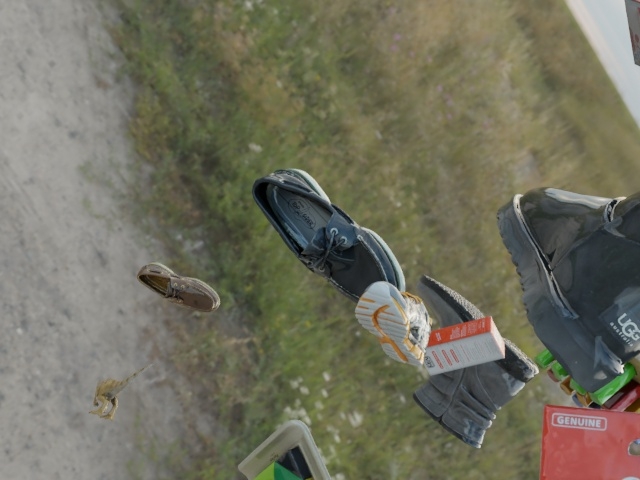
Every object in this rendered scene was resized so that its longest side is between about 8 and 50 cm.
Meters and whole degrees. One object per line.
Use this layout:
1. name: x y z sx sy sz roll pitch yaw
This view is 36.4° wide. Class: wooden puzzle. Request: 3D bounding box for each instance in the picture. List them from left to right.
1. wooden puzzle: -0.037 0.426 1.537 0.044 0.221 0.238 -16 68 -39

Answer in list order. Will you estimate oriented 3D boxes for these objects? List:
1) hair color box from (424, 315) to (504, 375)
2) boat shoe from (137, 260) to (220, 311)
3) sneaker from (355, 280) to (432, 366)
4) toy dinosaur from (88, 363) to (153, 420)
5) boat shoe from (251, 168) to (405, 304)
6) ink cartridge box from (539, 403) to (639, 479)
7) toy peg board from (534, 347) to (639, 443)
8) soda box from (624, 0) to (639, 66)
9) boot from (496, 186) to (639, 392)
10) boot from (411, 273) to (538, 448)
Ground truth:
1. hair color box: 0.247 0.187 1.721 0.072 0.141 0.043 59 26 -30
2. boat shoe: -0.289 0.101 1.956 0.178 0.064 0.060 24 19 12
3. sneaker: 0.115 0.109 1.446 0.083 0.084 0.215 -63 152 -21
4. toy dinosaur: -0.440 0.315 2.047 0.064 0.212 0.112 25 64 -32
5. boat shoe: 0.002 -0.003 1.646 0.113 0.127 0.340 1 44 -52
6. ink cartridge box: 0.363 0.306 1.018 0.060 0.275 0.238 6 88 -80
7. toy peg board: 0.367 0.196 1.291 0.161 0.079 0.160 35 -22 57
8. soda box: 0.494 -0.276 1.124 0.083 0.263 0.092 -115 -176 -64
9. boot: 0.403 -0.074 0.971 0.146 0.445 0.367 44 18 -16
10. boot: 0.252 0.237 1.959 0.118 0.222 0.338 27 16 -47
